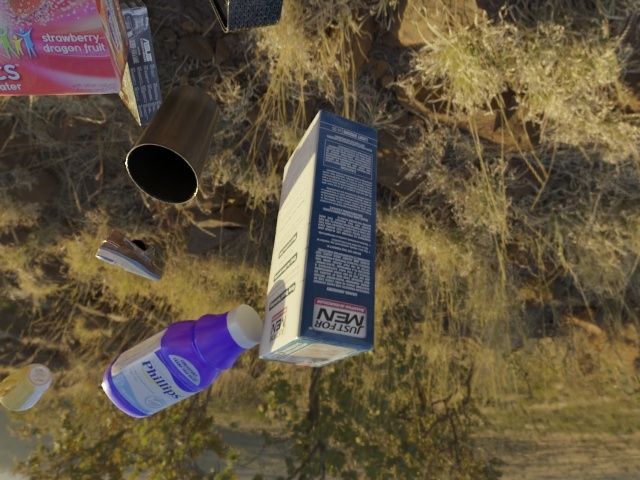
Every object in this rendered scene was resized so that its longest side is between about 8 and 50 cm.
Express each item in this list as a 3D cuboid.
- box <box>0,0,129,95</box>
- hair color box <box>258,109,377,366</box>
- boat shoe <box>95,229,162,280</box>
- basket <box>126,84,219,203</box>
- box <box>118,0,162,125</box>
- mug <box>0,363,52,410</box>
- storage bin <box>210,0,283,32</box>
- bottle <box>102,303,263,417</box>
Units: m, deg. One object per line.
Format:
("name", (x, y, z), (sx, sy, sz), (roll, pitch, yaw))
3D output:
("box", (-0.393, -0.264, 0.480), (0.300, 0.142, 0.154), (-5, 138, -12))
("hair color box", (0.000, 0.000, 0.645), (0.105, 0.347, 0.174), (14, 153, -18))
("boat shoe", (-0.364, 0.033, 0.856), (0.066, 0.066, 0.183), (17, 165, 12))
("basket", (-0.324, -0.231, 0.981), (0.154, 0.226, 0.204), (15, 147, -9))
("box", (-0.514, -0.503, 1.125), (0.077, 0.242, 0.307), (-25, 148, -28))
("mug", (-0.464, 0.230, 0.671), (0.064, 0.078, 0.062), (-36, 101, 23))
("storage bin", (-0.104, -0.390, 0.568), (0.084, 0.122, 0.180), (-20, 165, -19))
("bottle", (-0.222, 0.193, 0.700), (0.283, 0.092, 0.118), (-29, 109, 19))
